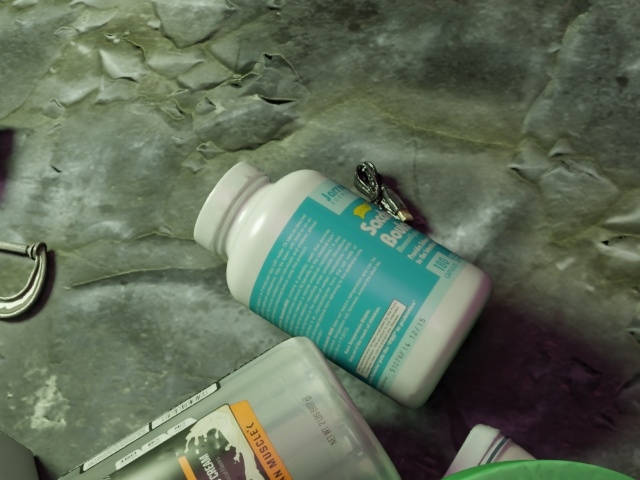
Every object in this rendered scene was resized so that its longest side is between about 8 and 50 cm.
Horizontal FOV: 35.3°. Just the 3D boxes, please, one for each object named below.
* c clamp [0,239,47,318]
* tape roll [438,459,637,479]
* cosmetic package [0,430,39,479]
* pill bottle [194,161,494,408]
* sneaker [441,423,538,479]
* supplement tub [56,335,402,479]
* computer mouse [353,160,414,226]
[{"bbox_3d":[-0.373,0.020,1.140,0.161,0.022,0.137,15,65,21],"label":"c clamp"},{"bbox_3d":[0.165,0.324,0.733,0.321,0.077,0.321,1,78,-5],"label":"tape roll"},{"bbox_3d":[-0.331,0.217,0.891,0.086,0.231,0.117,-24,57,-1],"label":"cosmetic package"},{"bbox_3d":[0.016,0.030,0.934,0.264,0.146,0.146,31,71,10],"label":"pill bottle"},{"bbox_3d":[0.110,0.277,0.833,0.091,0.094,0.258,27,73,21],"label":"sneaker"},{"bbox_3d":[-0.097,0.236,0.848,0.316,0.193,0.193,-32,58,-5],"label":"supplement tub"},{"bbox_3d":[0.000,0.000,1.054,0.193,0.042,0.106,-30,63,-12],"label":"computer mouse"}]
